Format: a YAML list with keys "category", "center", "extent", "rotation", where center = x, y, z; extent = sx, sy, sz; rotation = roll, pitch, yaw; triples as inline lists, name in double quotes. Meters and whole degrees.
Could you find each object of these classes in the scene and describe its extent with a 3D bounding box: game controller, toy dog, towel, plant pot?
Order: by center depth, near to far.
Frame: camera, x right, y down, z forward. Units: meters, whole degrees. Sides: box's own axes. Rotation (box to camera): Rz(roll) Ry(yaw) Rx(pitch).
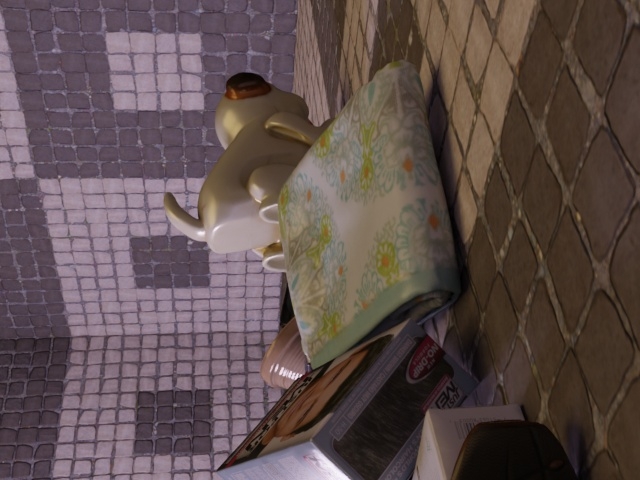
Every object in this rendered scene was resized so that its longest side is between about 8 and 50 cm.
- category: "towel"
  center: [0.050, -0.013, 1.170]
  extent: [0.374, 0.090, 0.320]
  rotation: [-44, 51, 55]
- category: "toy dog"
  center: [-0.123, -0.159, 1.829]
  extent: [0.284, 0.395, 0.408]
  rotation: [76, -171, -56]
- category: "plant pot"
  center: [-0.011, 0.248, 1.856]
  extent: [0.110, 0.237, 0.237]
  rotation: [39, 148, 22]
- category: "game controller"
  center: [-0.045, 0.109, 2.007]
  extent: [0.319, 0.067, 0.166]
  rotation: [-84, 10, -69]

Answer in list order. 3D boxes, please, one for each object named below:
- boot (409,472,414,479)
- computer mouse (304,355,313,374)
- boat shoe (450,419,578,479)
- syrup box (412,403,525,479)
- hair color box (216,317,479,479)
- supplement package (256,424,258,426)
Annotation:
- category: "boot"
  center: [0.109, 0.297, 1.212]
  extent: [0.123, 0.095, 0.258]
  rotation: [-173, 76, -75]
- category: "computer mouse"
  center: [0.053, 0.227, 1.423]
  extent: [0.060, 0.184, 0.262]
  rotation: [-46, -18, -21]
- category: "boat shoe"
  center: [0.149, 0.309, 0.686]
  extent: [0.120, 0.123, 0.324]
  rotation: [120, 149, -83]
- category: "syrup box"
  center: [0.141, 0.274, 0.838]
  extent: [0.096, 0.093, 0.237]
  rotation: [-100, 11, -49]
- category: "hair color box"
  center: [0.015, 0.237, 1.049]
  extent: [0.185, 0.113, 0.374]
  rotation: [-47, 3, -29]
- category: "supplement package"
  center: [-0.047, 0.553, 2.017]
  extent: [0.263, 0.199, 0.198]
  rotation: [158, 111, -83]
